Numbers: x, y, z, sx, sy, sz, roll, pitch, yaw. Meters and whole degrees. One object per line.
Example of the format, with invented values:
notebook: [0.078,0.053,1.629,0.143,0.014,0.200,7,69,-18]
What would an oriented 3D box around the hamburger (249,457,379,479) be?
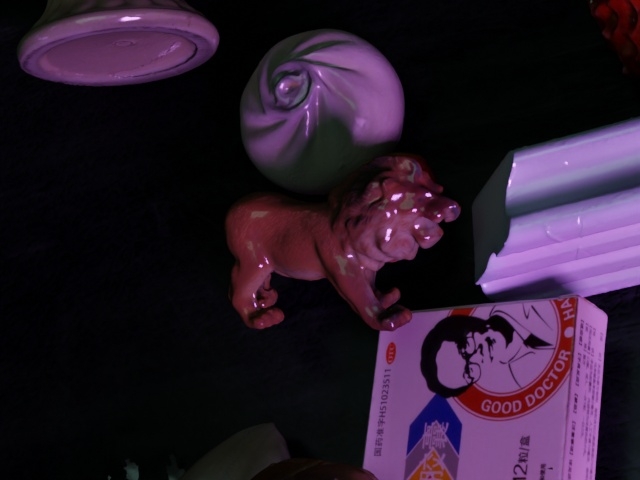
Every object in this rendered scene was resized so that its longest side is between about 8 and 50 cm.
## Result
hamburger: [-0.025,0.295,1.231,0.243,0.146,0.286,-36,22,13]

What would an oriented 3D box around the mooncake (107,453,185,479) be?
mooncake: [-0.290,0.320,1.506,0.346,0.057,0.150,-16,80,13]

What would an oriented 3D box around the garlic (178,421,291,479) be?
garlic: [-0.101,0.322,1.403,0.143,0.112,0.318,2,80,19]

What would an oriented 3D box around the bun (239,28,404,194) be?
bun: [-0.005,-0.135,1.528,0.172,0.120,0.173,-8,69,21]

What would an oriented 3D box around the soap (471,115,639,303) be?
soap: [0.269,-0.030,1.330,0.289,0.173,0.095,-14,63,19]

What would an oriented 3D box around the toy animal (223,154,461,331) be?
toy animal: [0.000,0.000,1.411,0.312,0.097,0.158,0,104,38]

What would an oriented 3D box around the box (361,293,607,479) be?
box: [0.131,0.228,1.321,0.214,0.069,0.353,-7,64,39]

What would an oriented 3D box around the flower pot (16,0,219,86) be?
flower pot: [-0.224,-0.307,1.606,0.307,0.307,0.244,-12,81,20]

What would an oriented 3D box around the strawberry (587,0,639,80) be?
strawberry: [0.355,-0.271,1.405,0.265,0.149,0.336,-49,58,1]

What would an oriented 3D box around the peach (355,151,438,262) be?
peach: [0.070,-0.036,1.462,0.100,0.101,0.101,-9,66,21]
